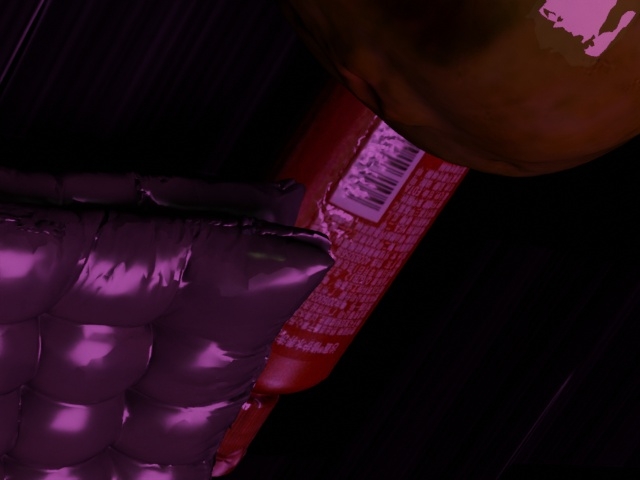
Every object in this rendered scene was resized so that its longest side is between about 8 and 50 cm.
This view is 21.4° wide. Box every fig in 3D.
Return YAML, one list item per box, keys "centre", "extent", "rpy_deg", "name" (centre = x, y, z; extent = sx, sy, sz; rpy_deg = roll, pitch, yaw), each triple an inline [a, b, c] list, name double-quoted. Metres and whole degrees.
- centre: [0.104, -0.170, 0.792]
  extent: [0.271, 0.239, 0.239]
  rpy_deg: [-49, 142, -4]
  name: "fig"

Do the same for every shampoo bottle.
- centre: [0.000, -0.001, 0.993]
  extent: [0.118, 0.076, 0.314]
  rpy_deg: [13, 118, -45]
  name: "shampoo bottle"

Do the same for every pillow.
- centre: [-0.174, 0.057, 0.863]
  extent: [0.326, 0.101, 0.228]
  rpy_deg: [7, 122, -28]
  name: "pillow"
